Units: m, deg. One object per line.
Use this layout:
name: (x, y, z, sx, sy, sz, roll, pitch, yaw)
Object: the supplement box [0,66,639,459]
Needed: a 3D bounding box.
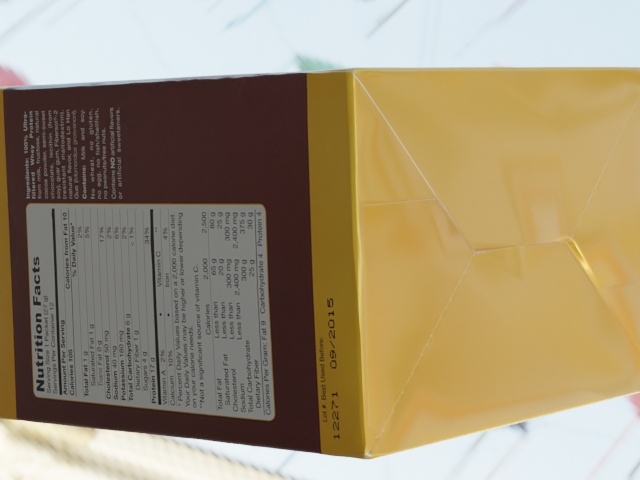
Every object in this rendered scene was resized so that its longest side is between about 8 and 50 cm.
supplement box: (0.000, 0.000, 0.744, 0.194, 0.191, 0.129, 1, -85, 40)
